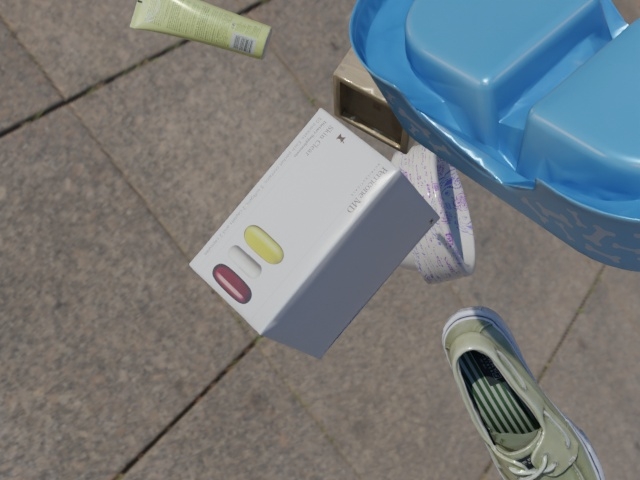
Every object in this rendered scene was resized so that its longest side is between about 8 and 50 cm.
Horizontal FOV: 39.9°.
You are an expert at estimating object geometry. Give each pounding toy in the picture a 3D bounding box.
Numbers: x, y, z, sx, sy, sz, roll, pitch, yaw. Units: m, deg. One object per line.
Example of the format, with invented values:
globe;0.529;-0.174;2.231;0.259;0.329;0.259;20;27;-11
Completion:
pounding toy;0.080;-0.192;1.108;0.130;0.141;0.100;31;75;11

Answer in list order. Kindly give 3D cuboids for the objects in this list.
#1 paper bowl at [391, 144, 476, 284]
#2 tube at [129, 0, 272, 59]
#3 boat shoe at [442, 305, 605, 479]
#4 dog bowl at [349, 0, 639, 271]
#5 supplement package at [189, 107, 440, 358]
paper bowl;0.208;-0.050;1.789;0.284;0.148;0.284;-14;90;-72
tube;-0.205;-0.381;1.535;0.240;0.062;0.070;17;58;-2
boat shoe;0.217;0.214;0.962;0.302;0.109;0.094;55;24;-12
dog bowl;0.148;-0.091;0.528;0.166;0.074;0.297;-40;53;-13
supplement package;0.000;0.000;1.155;0.145;0.262;0.204;40;2;27
